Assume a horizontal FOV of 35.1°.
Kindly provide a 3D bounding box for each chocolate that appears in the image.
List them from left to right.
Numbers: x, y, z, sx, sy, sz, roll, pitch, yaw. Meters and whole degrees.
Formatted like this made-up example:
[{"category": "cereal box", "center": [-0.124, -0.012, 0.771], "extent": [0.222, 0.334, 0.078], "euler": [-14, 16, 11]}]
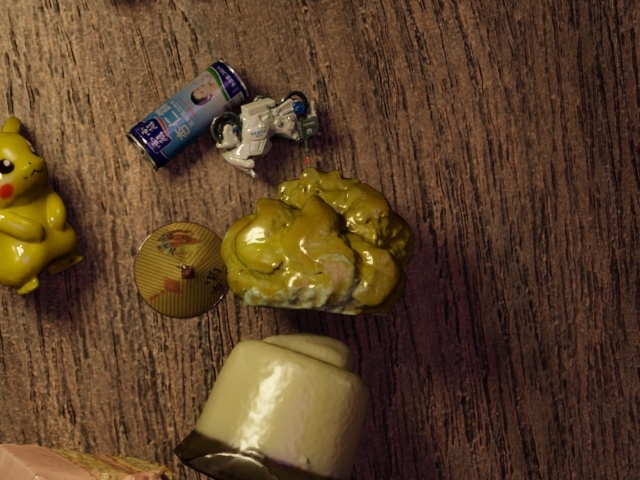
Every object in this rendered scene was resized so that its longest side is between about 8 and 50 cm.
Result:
[{"category": "chocolate", "center": [-0.069, 0.312, 1.880], "extent": [0.314, 0.326, 0.297], "euler": [15, 90, 17]}]

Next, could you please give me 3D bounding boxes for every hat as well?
[{"category": "hat", "center": [-0.259, 0.058, 1.942], "extent": [0.193, 0.082, 0.193], "euler": [0, 91, -17]}]

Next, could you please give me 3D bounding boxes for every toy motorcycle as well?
[{"category": "toy motorcycle", "center": [-0.105, -0.203, 1.967], "extent": [0.221, 0.102, 0.150], "euler": [-21, 119, -22]}]

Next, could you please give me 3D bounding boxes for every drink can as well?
[{"category": "drink can", "center": [-0.252, -0.241, 1.930], "extent": [0.235, 0.097, 0.097], "euler": [-41, 101, -10]}]

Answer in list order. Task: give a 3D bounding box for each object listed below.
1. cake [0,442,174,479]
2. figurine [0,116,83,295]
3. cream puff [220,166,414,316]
[{"category": "cake", "center": [-0.433, 0.527, 1.781], "extent": [0.306, 0.293, 0.314], "euler": [18, 81, -31]}, {"category": "figurine", "center": [-0.547, -0.074, 1.799], "extent": [0.169, 0.218, 0.327], "euler": [-3, 110, 27]}, {"category": "cream puff", "center": [0.000, 0.000, 1.897], "extent": [0.378, 0.378, 0.276], "euler": [5, 89, -16]}]
